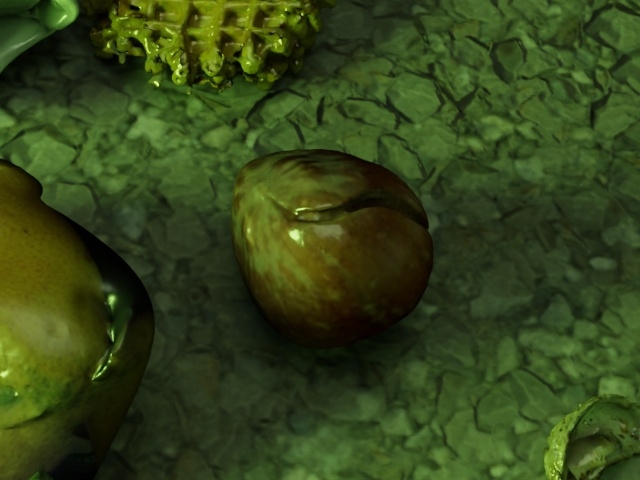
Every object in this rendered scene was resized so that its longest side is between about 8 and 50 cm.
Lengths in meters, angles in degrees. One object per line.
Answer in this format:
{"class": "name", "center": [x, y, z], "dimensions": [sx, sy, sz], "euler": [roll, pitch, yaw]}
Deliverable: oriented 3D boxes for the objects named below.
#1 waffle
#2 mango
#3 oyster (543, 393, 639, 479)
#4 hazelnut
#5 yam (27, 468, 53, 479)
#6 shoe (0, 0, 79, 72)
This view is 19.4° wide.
{"class": "waffle", "center": [-0.091, -0.193, 1.477], "dimensions": [0.193, 0.070, 0.197], "euler": [34, 60, 19]}
{"class": "mango", "center": [-0.240, 0.048, 1.222], "dimensions": [0.201, 0.152, 0.287], "euler": [-32, 62, -30]}
{"class": "oyster", "center": [0.186, 0.145, 1.277], "dimensions": [0.083, 0.038, 0.080], "euler": [10, 74, -33]}
{"class": "hazelnut", "center": [0.000, 0.000, 1.290], "dimensions": [0.143, 0.143, 0.154], "euler": [-18, 38, -18]}
{"class": "yam", "center": [-0.202, 0.211, 1.138], "dimensions": [0.146, 0.070, 0.070], "euler": [-45, 65, -3]}
{"class": "shoe", "center": [-0.243, -0.234, 1.438], "dimensions": [0.160, 0.132, 0.363], "euler": [10, 54, 22]}
